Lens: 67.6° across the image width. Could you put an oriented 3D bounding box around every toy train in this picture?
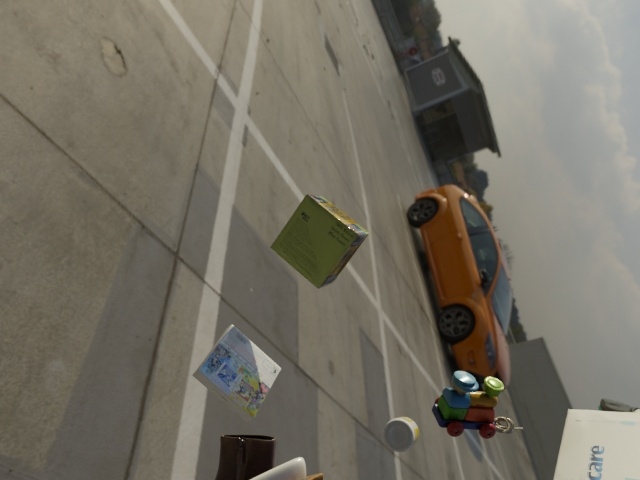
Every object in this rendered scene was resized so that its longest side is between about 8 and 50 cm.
[{"bbox_3d":[0.413,0.399,1.176,0.105,0.247,0.144,-109,-150,-64],"label":"toy train"}]

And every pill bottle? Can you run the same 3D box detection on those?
[{"bbox_3d":[0.117,0.276,0.684,0.083,0.043,0.044,45,29,-65],"label":"pill bottle"}]

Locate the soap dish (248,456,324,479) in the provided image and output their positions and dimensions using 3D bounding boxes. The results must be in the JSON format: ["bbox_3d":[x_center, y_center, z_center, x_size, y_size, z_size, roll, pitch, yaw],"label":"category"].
[{"bbox_3d":[-0.136,0.438,0.701,0.118,0.290,0.229,64,-23,22],"label":"soap dish"}]

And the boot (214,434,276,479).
[{"bbox_3d":[-0.191,0.498,0.959,0.090,0.248,0.207,25,59,-69],"label":"boot"}]

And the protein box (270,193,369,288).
[{"bbox_3d":[0.000,0.000,1.446,0.199,0.201,0.136,39,15,15],"label":"protein box"}]

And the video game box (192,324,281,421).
[{"bbox_3d":[-0.230,0.373,1.353,0.205,0.048,0.187,44,36,-8],"label":"video game box"}]

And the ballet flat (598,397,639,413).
[{"bbox_3d":[0.560,0.348,0.757,0.095,0.096,0.281,28,26,-19],"label":"ballet flat"}]

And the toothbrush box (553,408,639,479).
[{"bbox_3d":[0.371,0.387,0.556,0.216,0.126,0.296,-29,103,-52],"label":"toothbrush box"}]
